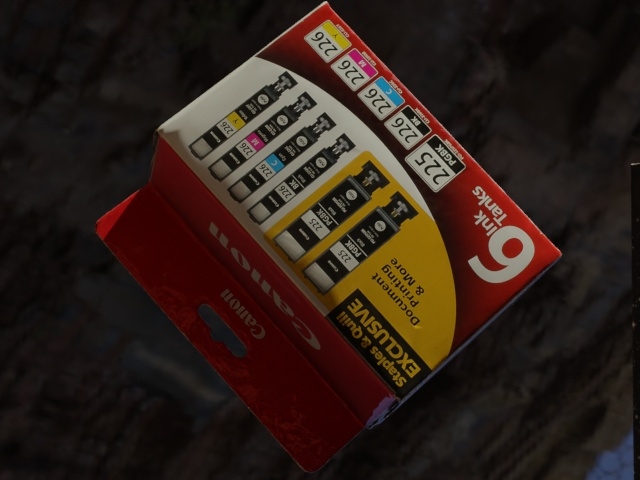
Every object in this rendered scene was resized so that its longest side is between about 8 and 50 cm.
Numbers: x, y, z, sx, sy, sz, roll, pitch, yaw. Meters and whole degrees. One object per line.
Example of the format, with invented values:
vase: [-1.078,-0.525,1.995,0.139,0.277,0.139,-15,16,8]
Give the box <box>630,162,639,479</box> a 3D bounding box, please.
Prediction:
box: [0.198,0.077,0.594,0.159,0.044,0.233,-6,-97,55]

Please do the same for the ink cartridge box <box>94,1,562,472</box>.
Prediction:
ink cartridge box: [0.000,0.000,1.290,0.272,0.309,0.130,-40,173,-20]
